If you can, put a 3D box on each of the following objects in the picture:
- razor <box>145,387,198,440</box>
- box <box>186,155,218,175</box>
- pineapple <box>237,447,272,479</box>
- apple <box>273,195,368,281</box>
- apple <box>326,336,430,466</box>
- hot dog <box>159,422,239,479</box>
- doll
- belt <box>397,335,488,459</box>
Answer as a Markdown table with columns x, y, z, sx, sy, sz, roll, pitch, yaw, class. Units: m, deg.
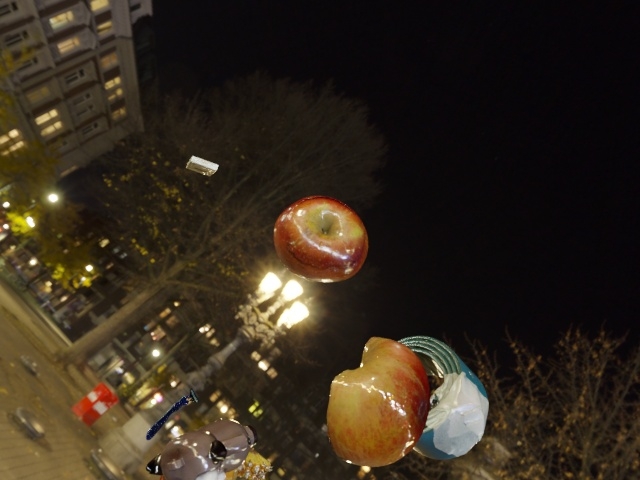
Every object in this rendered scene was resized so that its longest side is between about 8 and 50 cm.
| x | y | z | sx | sy | sz | roll | pitch | yaw | class |
| --- | --- | --- | --- | --- | --- | --- | --- | --- | --- |
| -0.378 | 0.439 | 1.170 | 0.028 | 0.154 | 0.044 | 2 | -58 | 43 | razor |
| -0.413 | -0.257 | 1.614 | 0.090 | 0.024 | 0.167 | 18 | -6 | -20 | box |
| -0.303 | 0.815 | 1.731 | 0.233 | 0.079 | 0.135 | 26 | 0 | 27 | pineapple |
| 0.000 | 0.000 | 1.341 | 0.206 | 0.272 | 0.251 | 118 | -33 | -62 | apple |
| 0.159 | 0.366 | 1.036 | 0.163 | 0.293 | 0.251 | 1 | -66 | 38 | apple |
| -0.403 | 0.784 | 1.505 | 0.223 | 0.405 | 0.185 | 25 | -32 | -12 | hot dog |
| -0.242 | 0.458 | 1.005 | 0.257 | 0.182 | 0.117 | 15 | 55 | -71 | doll |
| 0.318 | 0.463 | 1.428 | 0.173 | 0.300 | 0.436 | 45 | -6 | -22 | belt |
